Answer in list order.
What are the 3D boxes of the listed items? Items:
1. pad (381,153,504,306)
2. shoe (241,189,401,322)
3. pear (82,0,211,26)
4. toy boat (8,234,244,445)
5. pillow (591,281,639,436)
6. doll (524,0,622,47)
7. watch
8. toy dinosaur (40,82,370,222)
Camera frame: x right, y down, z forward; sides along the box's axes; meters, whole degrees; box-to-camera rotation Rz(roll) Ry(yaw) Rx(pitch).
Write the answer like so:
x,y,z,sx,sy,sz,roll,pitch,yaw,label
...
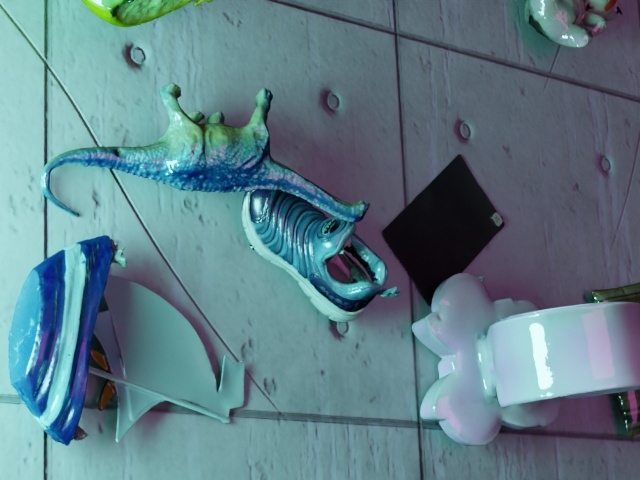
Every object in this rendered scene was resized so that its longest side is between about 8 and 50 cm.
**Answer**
x,y,z,sx,sy,sz,roll,pitch,yaw,label
0.157,-0.015,1.904,0.193,0.004,0.116,-43,105,-38,pad
0.000,0.000,1.701,0.207,0.106,0.091,44,52,-13,shoe
-0.176,-0.430,1.596,0.342,0.238,0.318,-40,87,0,pear
-0.178,0.120,1.548,0.291,0.067,0.220,23,63,-37,toy boat
0.428,0.159,2.059,0.113,0.038,0.203,-7,81,-38,pillow
0.354,-0.342,2.105,0.192,0.095,0.149,-43,112,-41,doll
0.268,0.129,1.812,0.248,0.217,0.211,3,76,-40,watch
-0.121,-0.094,1.624,0.363,0.076,0.147,4,57,-23,toy dinosaur
